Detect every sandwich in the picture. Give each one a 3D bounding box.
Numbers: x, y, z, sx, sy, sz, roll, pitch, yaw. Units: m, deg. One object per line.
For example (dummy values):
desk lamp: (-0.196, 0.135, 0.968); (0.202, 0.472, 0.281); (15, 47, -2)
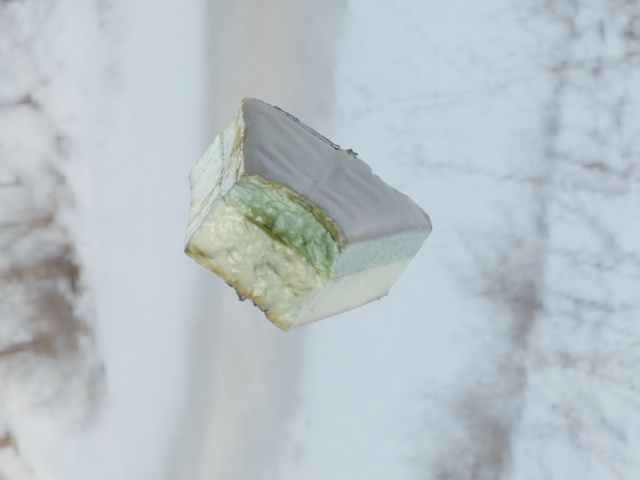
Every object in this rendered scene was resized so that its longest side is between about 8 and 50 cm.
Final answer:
sandwich: (0.000, 0.000, 1.565); (0.108, 0.220, 0.186); (-52, 20, 22)
